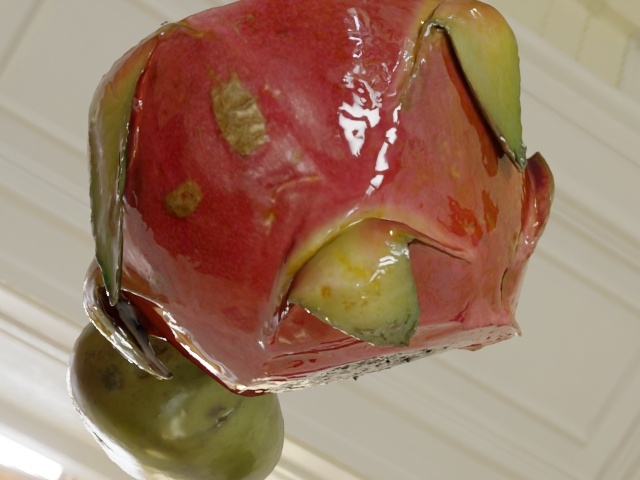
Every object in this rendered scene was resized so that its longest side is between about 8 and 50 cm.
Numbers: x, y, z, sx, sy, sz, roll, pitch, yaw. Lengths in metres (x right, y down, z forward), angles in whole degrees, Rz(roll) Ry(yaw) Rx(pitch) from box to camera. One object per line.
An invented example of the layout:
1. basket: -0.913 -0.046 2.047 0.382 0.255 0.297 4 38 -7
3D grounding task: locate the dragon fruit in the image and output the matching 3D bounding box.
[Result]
1. dragon fruit: 0.000 0.000 0.670 0.290 0.290 0.189 -40 -126 54

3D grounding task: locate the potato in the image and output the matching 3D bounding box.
1. potato: -0.116 0.127 0.909 0.149 0.197 0.228 -64 153 -23
